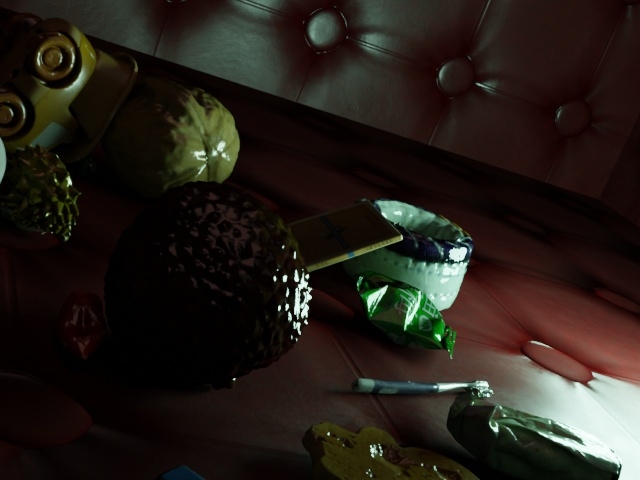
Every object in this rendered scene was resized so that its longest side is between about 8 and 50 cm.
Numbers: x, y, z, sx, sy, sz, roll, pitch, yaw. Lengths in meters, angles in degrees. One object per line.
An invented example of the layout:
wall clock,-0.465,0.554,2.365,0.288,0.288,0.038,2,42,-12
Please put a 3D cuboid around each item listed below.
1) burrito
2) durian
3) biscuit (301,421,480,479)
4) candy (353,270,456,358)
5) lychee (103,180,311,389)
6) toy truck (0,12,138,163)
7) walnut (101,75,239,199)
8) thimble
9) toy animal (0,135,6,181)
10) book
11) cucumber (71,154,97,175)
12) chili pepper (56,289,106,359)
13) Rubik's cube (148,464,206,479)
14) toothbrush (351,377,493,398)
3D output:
burrito,0.278,0.272,1.425,0.228,0.089,0.144,20,2,-8
durian,-0.450,-0.072,1.576,0.224,0.140,0.078,11,22,37
biscuit,0.098,0.282,1.240,0.248,0.035,0.184,18,17,-18
candy,0.135,0.121,1.752,0.203,0.078,0.141,34,27,-1
lychee,-0.140,0.055,1.309,0.260,0.261,0.260,20,16,-6
toy truck,-0.487,-0.268,1.885,0.211,0.288,0.204,41,-3,-38
walnut,-0.277,-0.182,1.941,0.257,0.257,0.224,32,51,33
thimble,0.154,0.022,1.967,0.237,0.150,0.237,17,16,-5
toy animal,-0.535,-0.121,1.482,0.187,0.165,0.235,16,17,-22
book,0.000,-0.001,1.832,0.241,0.018,0.170,-18,28,-11
cucumber,-0.435,-0.147,1.937,0.039,0.039,0.168,10,18,-37
chili pepper,-0.291,0.098,1.301,0.059,0.050,0.191,9,18,-16
Rubik's cube,-0.107,0.279,0.757,0.154,0.155,0.151,28,17,23
toothbrush,0.152,0.216,1.557,0.288,0.024,0.026,9,34,-41
